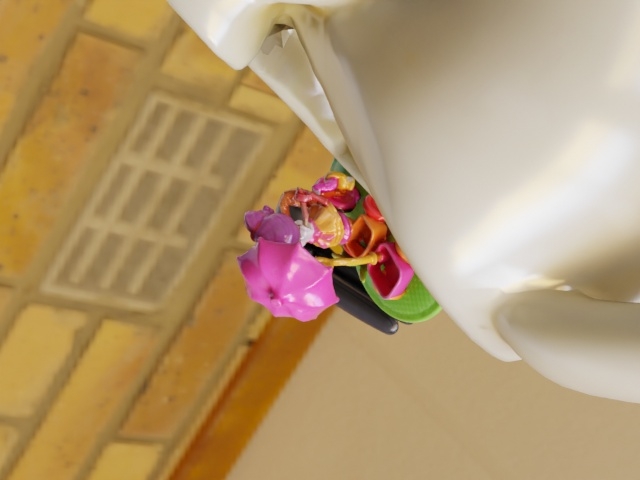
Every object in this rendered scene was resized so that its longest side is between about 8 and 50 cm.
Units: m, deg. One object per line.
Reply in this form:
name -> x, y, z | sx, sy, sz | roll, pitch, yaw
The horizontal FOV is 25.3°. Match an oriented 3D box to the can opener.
can opener -> 0.010, 0.030, 1.325 | 0.186, 0.059, 0.073 | 41, -37, 32

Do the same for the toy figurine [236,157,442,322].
toy figurine -> 0.000, 0.000, 1.158 | 0.173, 0.159, 0.130 | 56, -44, 27

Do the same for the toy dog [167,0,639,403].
toy dog -> 0.143, -0.175, 0.564 | 0.408, 0.284, 0.395 | -42, -139, 5
